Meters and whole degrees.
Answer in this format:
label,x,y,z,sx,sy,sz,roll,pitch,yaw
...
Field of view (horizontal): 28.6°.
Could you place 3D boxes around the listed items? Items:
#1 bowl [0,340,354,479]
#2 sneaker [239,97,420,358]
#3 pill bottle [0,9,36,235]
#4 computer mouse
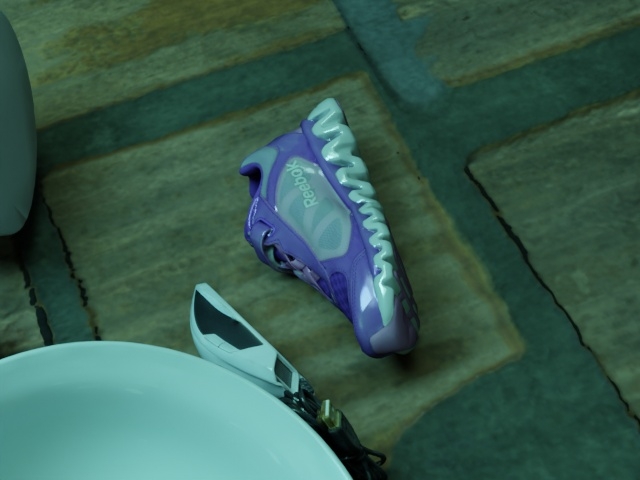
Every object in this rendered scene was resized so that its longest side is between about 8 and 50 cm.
label,x,y,z,sx,sy,sz,roll,pitch,yaw
bowl,-0.117,0.214,0.702,0.298,0.134,0.297,12,48,-14
sneaker,0.000,0.000,0.923,0.105,0.095,0.236,-20,47,0
pill bottle,-0.435,-0.074,0.940,0.408,0.229,0.229,-5,51,3
computer mouse,-0.037,0.096,0.855,0.042,0.106,0.193,-46,46,-5
